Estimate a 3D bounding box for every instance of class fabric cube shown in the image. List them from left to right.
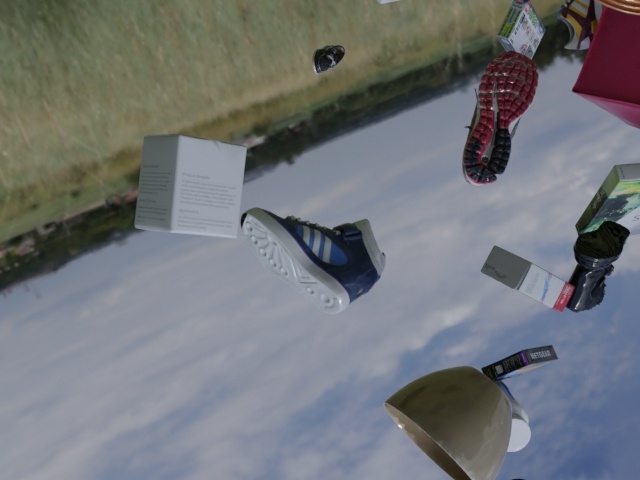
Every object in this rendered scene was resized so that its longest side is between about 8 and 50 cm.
[{"bbox_3d":[0.640,-0.317,1.487,0.254,0.259,0.258,26,-170,39],"label":"fabric cube"}]

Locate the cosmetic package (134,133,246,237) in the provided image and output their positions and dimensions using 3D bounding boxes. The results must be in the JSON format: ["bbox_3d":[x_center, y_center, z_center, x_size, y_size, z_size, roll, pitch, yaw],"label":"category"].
[{"bbox_3d":[-0.252,-0.104,1.653,0.151,0.184,0.151,7,179,-39],"label":"cosmetic package"}]

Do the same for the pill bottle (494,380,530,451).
[{"bbox_3d":[0.458,0.447,2.190,0.124,0.124,0.221,-22,-165,1],"label":"pill bottle"}]

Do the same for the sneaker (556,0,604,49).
[{"bbox_3d":[0.479,-0.450,1.594,0.083,0.186,0.069,-9,-177,13],"label":"sneaker"}]

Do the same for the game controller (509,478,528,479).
[{"bbox_3d":[0.366,0.480,1.211,0.319,0.166,0.067,28,177,31],"label":"game controller"}]

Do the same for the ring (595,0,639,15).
[{"bbox_3d":[0.463,-0.487,1.255,0.336,0.337,0.032,-23,177,-10],"label":"ring"}]

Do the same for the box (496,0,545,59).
[{"bbox_3d":[0.506,-0.521,2.148,0.036,0.114,0.207,27,-177,27],"label":"box"}]

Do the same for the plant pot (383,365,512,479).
[{"bbox_3d":[0.303,0.384,1.852,0.191,0.284,0.284,-44,-168,-12],"label":"plant pot"}]

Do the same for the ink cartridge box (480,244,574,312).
[{"bbox_3d":[0.473,0.088,1.954,0.127,0.175,0.072,32,-85,53],"label":"ink cartridge box"}]

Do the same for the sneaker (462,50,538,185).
[{"bbox_3d":[0.367,-0.261,1.823,0.120,0.299,0.112,23,178,1],"label":"sneaker"}]

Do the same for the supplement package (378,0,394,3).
[{"bbox_3d":[0.176,-0.555,1.437,0.262,0.198,0.199,-22,159,-37],"label":"supplement package"}]

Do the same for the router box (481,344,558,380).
[{"bbox_3d":[0.522,0.322,2.239,0.133,0.046,0.179,-32,159,35],"label":"router box"}]

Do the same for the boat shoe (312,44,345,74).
[{"bbox_3d":[0.017,-0.364,1.716,0.038,0.046,0.125,-1,-158,20],"label":"boat shoe"}]

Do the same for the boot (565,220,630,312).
[{"bbox_3d":[0.608,0.079,1.941,0.094,0.207,0.246,29,-151,23],"label":"boot"}]

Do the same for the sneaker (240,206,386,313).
[{"bbox_3d":[0.000,0.000,1.967,0.236,0.323,0.130,-41,168,-37],"label":"sneaker"}]

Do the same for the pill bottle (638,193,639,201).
[{"bbox_3d":[0.701,-0.143,1.697,0.169,0.094,0.094,-62,-170,-2],"label":"pill bottle"}]

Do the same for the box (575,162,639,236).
[{"bbox_3d":[0.829,-0.104,2.239,0.232,0.058,0.322,-6,152,-5],"label":"box"}]
